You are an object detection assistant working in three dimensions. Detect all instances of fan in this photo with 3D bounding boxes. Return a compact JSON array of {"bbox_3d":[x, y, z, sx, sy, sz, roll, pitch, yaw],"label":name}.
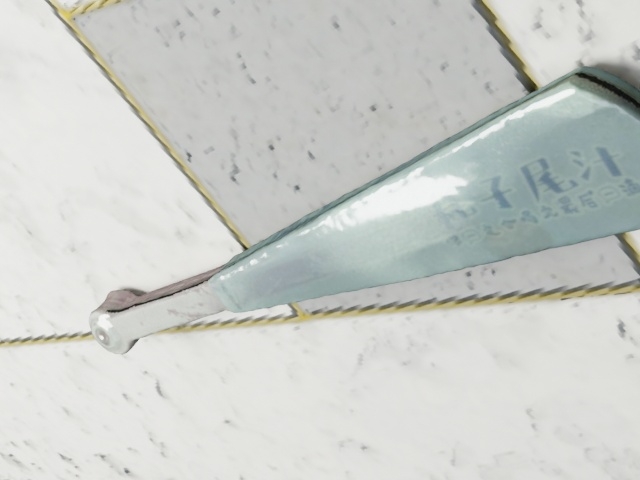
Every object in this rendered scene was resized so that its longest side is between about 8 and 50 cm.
[{"bbox_3d":[0.000,0.000,0.488,0.282,0.023,0.057,-17,125,45],"label":"fan"}]
